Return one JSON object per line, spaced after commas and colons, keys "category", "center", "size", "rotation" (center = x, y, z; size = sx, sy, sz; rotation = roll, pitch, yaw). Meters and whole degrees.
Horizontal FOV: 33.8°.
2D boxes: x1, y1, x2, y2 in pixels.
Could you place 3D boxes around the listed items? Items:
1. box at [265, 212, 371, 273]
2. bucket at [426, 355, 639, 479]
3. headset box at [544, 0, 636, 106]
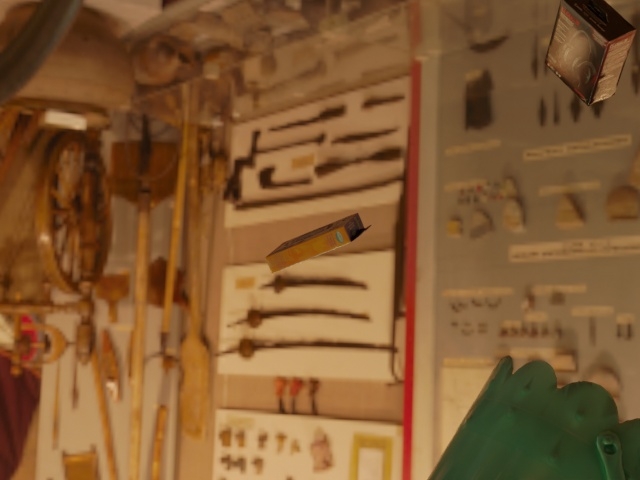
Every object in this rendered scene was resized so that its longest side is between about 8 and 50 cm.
{"category": "box", "center": [0.000, 0.000, 1.408], "size": [0.136, 0.028, 0.081], "rotation": [-24, -173, 20]}
{"category": "bucket", "center": [0.219, 0.257, 0.942], "size": [0.281, 0.183, 0.281], "rotation": [35, 165, 11]}
{"category": "headset box", "center": [0.225, -0.165, 0.881], "size": [0.032, 0.062, 0.083], "rotation": [-26, 149, -18]}
